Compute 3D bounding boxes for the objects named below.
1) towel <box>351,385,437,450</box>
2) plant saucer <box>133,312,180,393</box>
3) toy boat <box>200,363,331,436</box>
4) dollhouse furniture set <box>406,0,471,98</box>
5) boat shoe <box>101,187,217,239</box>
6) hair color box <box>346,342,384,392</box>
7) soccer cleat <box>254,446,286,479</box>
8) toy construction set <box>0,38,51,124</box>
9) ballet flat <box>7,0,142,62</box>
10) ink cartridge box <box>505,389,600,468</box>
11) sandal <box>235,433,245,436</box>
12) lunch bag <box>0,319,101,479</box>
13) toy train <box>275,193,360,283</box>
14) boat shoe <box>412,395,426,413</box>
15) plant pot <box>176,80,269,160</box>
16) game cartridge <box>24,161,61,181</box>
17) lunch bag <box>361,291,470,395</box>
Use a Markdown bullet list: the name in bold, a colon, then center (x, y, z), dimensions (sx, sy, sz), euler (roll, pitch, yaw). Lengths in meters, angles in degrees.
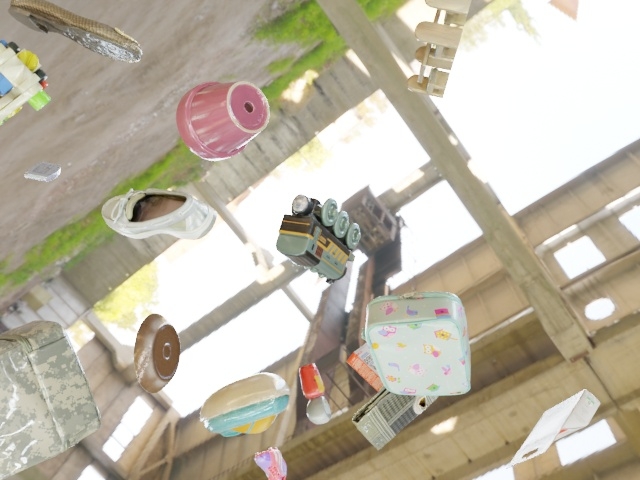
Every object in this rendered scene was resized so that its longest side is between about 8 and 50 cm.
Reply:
- **towel**: center (0.254, 0.529, 1.728), dimensions (0.312, 0.324, 0.056), euler (-39, -130, -9)
- **plant saucer**: center (-0.400, 0.281, 1.329), dimensions (0.036, 0.199, 0.198), euler (-5, -159, 13)
- **toy boat**: center (-0.115, 0.397, 1.271), dimensions (0.318, 0.148, 0.267), euler (-4, 158, -35)
- **dollhouse furniture set**: center (0.228, -0.472, 1.144), dimensions (0.212, 0.161, 0.242), euler (66, 40, -78)
- **boat shoe**: center (-0.382, -0.071, 1.192), dimensions (0.320, 0.103, 0.118), euler (9, -117, 31)
- **hair color box**: center (0.180, 0.427, 1.754), dimensions (0.093, 0.167, 0.053), euler (-20, 148, -56)
- **soccer cleat**: center (-0.159, 0.761, 1.771), dimensions (0.083, 0.095, 0.248), euler (-18, 147, -3)
- **toy construction set**: center (-0.559, -0.222, 0.835), dimensions (0.327, 0.151, 0.215), euler (8, -127, 32)
- **ballet flat**: center (-0.404, -0.362, 0.881), dimensions (0.084, 0.250, 0.058), euler (65, 47, -74)
- **ink cartridge box**: center (0.577, 0.485, 1.309), dimensions (0.224, 0.056, 0.181), euler (-37, 162, -35)
- **sandal**: center (-0.214, 0.615, 1.851), dimensions (0.254, 0.054, 0.097), euler (-31, -144, 9)
- **lunch bag**: center (-0.682, 0.350, 1.171), dimensions (0.212, 0.305, 0.256), euler (-3, -164, 37)
- **toy train**: center (0.000, 0.000, 1.478), dimensions (0.142, 0.334, 0.190), euler (11, -106, 29)
- **boat shoe**: center (0.306, 0.499, 1.605), dimensions (0.035, 0.100, 0.035), euler (-7, -146, -15)
- **plant pot**: center (-0.234, -0.315, 1.336), dimensions (0.180, 0.201, 0.201), euler (-6, -148, 47)
- **game cartridge**: center (-0.626, -0.156, 1.200), dimensions (0.083, 0.056, 0.017), euler (-95, -166, -63)
- **lunch bag**: center (0.216, 0.232, 1.185), dimensions (0.224, 0.279, 0.108), euler (-5, -141, 19)
